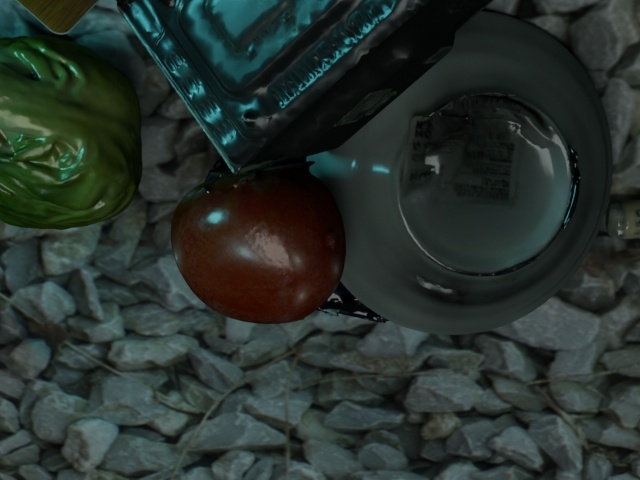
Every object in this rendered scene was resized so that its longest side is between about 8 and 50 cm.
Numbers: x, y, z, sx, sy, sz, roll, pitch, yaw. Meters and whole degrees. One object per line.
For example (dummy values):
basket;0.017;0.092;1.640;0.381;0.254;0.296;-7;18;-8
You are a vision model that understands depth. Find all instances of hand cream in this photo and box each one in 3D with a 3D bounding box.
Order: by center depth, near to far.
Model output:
hand cream;0.365;-0.026;1.768;0.143;0.039;0.061;-2;123;-7

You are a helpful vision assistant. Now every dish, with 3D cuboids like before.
dish;0.144;-0.056;1.612;0.316;0.106;0.316;-2;100;-10

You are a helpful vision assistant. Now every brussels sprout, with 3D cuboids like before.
brussels sprout;-0.273;-0.101;1.668;0.223;0.161;0.223;18;144;14

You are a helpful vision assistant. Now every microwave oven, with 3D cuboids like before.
microwave oven;-0.001;-0.230;1.470;0.295;0.181;0.237;-39;80;30

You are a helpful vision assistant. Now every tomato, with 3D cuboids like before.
tomato;-0.052;0.003;1.564;0.167;0.167;0.167;2;130;2

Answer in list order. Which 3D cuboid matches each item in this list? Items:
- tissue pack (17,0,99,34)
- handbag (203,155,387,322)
tissue pack;-0.190;-0.326;1.468;0.159;0.136;0.246;41;121;-13
handbag;0.000;0.000;1.726;0.260;0.162;0.113;12;130;-10
